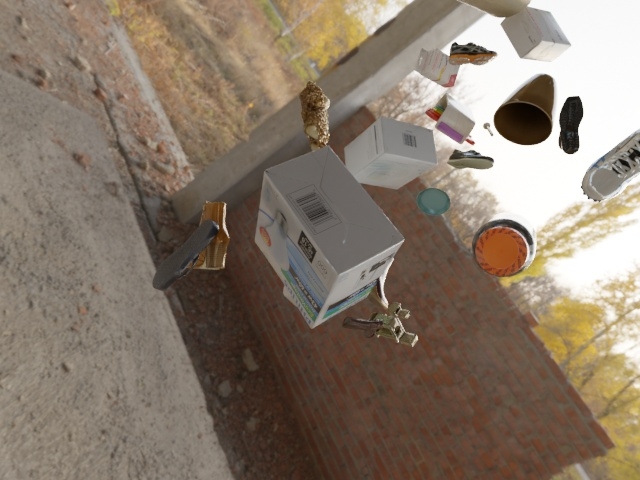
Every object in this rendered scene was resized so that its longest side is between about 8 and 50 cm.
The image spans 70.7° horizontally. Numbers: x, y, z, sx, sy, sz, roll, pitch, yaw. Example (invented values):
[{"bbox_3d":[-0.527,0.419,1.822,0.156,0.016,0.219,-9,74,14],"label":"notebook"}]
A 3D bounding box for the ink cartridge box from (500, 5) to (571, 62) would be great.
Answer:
[{"bbox_3d":[0.751,-0.719,1.576,0.219,0.092,0.160,-12,73,-35],"label":"ink cartridge box"}]

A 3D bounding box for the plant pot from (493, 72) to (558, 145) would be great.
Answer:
[{"bbox_3d":[0.888,-0.569,1.889,0.237,0.254,0.237,29,-22,13],"label":"plant pot"}]

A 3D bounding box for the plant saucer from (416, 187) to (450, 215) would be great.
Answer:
[{"bbox_3d":[0.407,-0.144,1.620,0.119,0.119,0.021,50,41,-21],"label":"plant saucer"}]

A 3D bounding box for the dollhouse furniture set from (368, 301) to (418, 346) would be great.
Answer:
[{"bbox_3d":[0.311,0.304,1.765,0.181,0.161,0.101,4,-48,49],"label":"dollhouse furniture set"}]

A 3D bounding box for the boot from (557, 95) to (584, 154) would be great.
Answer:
[{"bbox_3d":[0.877,-0.411,1.611,0.137,0.076,0.198,-41,133,-68],"label":"boot"}]

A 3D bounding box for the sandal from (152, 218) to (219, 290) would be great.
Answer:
[{"bbox_3d":[-0.369,0.052,1.260,0.054,0.254,0.097,43,6,-39],"label":"sandal"}]

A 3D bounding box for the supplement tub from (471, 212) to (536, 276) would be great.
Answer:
[{"bbox_3d":[0.664,0.013,1.628,0.207,0.207,0.338,57,26,7],"label":"supplement tub"}]

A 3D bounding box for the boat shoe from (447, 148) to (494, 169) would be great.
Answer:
[{"bbox_3d":[0.598,-0.328,1.789,0.084,0.079,0.233,29,-1,-26],"label":"boat shoe"}]

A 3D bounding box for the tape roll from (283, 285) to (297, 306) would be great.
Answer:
[{"bbox_3d":[0.005,0.110,1.884,0.072,0.392,0.392,46,16,-14],"label":"tape roll"}]

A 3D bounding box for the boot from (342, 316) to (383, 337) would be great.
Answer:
[{"bbox_3d":[0.102,0.240,1.248,0.114,0.106,0.037,6,54,-21],"label":"boot"}]

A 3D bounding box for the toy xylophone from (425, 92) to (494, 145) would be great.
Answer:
[{"bbox_3d":[0.500,-0.428,1.616,0.236,0.081,0.323,36,30,2],"label":"toy xylophone"}]

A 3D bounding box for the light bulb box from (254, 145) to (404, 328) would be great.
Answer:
[{"bbox_3d":[0.000,0.000,1.294,0.358,0.225,0.361,54,-27,21],"label":"light bulb box"}]

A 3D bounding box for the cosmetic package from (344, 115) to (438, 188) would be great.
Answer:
[{"bbox_3d":[0.236,-0.288,1.543,0.223,0.224,0.138,5,72,-28],"label":"cosmetic package"}]

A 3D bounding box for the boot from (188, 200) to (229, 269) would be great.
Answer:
[{"bbox_3d":[-0.352,-0.015,1.422,0.104,0.295,0.211,6,83,-30],"label":"boot"}]

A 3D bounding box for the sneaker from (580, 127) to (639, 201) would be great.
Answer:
[{"bbox_3d":[0.617,-0.167,0.890,0.085,0.237,0.086,52,-1,24],"label":"sneaker"}]

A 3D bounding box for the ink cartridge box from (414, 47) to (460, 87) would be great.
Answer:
[{"bbox_3d":[0.535,-0.792,2.061,0.198,0.115,0.067,15,3,-27],"label":"ink cartridge box"}]

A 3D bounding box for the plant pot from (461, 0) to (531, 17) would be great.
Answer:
[{"bbox_3d":[0.531,-0.867,1.407,0.305,0.334,0.334,7,44,-37],"label":"plant pot"}]

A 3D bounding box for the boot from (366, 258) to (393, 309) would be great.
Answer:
[{"bbox_3d":[0.268,0.162,1.964,0.090,0.207,0.248,11,-33,52],"label":"boot"}]

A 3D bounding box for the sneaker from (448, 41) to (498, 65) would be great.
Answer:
[{"bbox_3d":[0.627,-0.768,1.844,0.084,0.214,0.083,152,-65,-76],"label":"sneaker"}]

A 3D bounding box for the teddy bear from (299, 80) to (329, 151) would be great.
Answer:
[{"bbox_3d":[-0.009,-0.469,1.745,0.338,0.113,0.245,-93,167,-55],"label":"teddy bear"}]
